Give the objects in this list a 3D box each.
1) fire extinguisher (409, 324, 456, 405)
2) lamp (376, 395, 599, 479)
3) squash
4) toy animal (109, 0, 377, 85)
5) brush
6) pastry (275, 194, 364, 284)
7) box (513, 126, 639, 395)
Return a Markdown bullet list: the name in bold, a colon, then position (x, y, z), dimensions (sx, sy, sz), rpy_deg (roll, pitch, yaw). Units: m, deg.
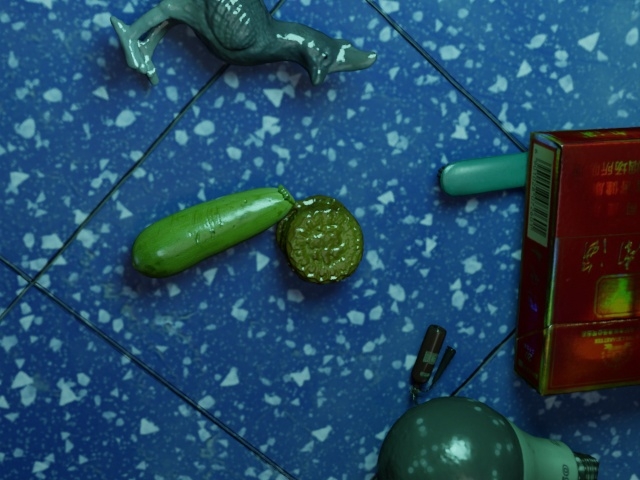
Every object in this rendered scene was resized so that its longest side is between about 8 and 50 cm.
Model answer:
- **fire extinguisher**: position (0.140, 0.156, 1.500), dimensions (0.046, 0.032, 0.100), rpy_deg (4, 109, -47)
- **lamp**: position (0.221, 0.272, 1.482), dimensions (0.313, 0.182, 0.182), rpy_deg (-8, 109, -23)
- **squash**: position (-0.124, -0.014, 1.375), dimensions (0.201, 0.066, 0.066), rpy_deg (-23, 110, -3)
- **toy animal**: position (-0.136, -0.260, 1.293), dimensions (0.206, 0.081, 0.367), rpy_deg (-43, 102, 9)
- **brush**: position (0.227, -0.085, 1.440), dimensions (0.193, 0.032, 0.043), rpy_deg (-9, 106, -20)
- **pastry**: position (0.000, 0.000, 1.406), dimensions (0.097, 0.057, 0.109), rpy_deg (-44, 110, 3)
- **box**: position (0.347, 0.023, 1.450), dimensions (0.197, 0.089, 0.313), rpy_deg (-5, 109, -18)
